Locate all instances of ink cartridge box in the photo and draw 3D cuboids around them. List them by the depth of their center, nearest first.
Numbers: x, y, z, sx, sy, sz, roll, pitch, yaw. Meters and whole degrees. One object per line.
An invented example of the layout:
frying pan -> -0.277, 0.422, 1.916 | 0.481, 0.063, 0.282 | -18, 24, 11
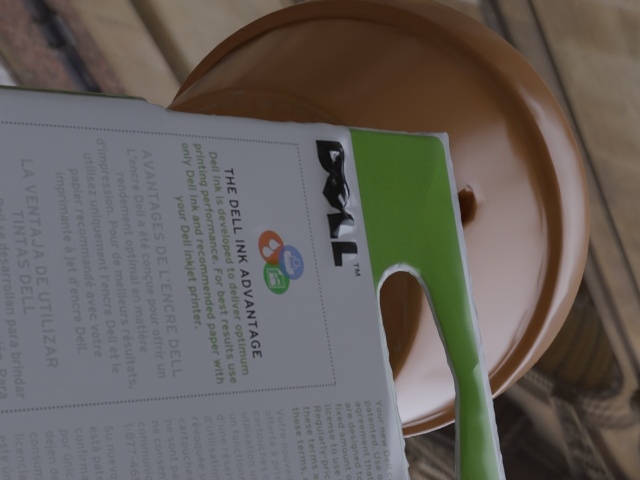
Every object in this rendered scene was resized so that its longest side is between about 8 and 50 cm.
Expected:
ink cartridge box -> -0.061, 0.059, 0.461 | 0.097, 0.255, 0.189 | -19, -104, 44

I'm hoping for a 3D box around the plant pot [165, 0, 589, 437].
plant pot -> 0.000, 0.000, 0.911 | 0.291, 0.291, 0.203 | -9, -172, 23
